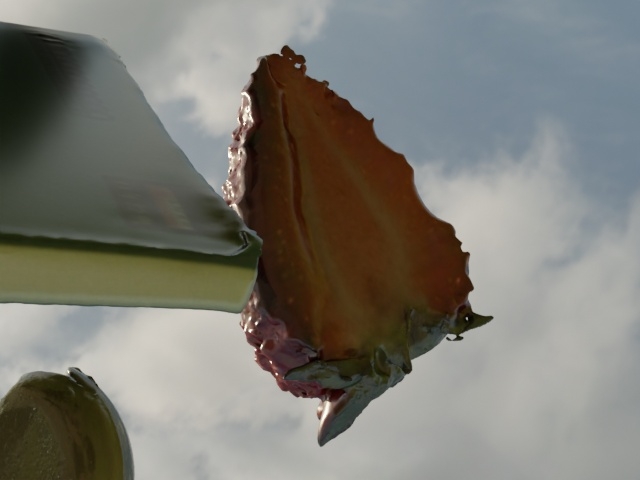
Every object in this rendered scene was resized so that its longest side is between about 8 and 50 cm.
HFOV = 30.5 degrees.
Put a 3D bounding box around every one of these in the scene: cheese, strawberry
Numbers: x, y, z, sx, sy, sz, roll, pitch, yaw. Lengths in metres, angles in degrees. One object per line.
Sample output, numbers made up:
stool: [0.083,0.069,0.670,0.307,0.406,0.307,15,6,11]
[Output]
cheese: [-0.247,0.214,1.053,0.175,0.091,0.203,21,-92,24]
strawberry: [-0.013,0.002,0.766,0.174,0.098,0.228,-35,-89,-35]

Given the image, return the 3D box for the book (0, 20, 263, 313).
book: [-0.233,-0.050,0.396,0.379,0.031,0.264,4,-156,-25]
